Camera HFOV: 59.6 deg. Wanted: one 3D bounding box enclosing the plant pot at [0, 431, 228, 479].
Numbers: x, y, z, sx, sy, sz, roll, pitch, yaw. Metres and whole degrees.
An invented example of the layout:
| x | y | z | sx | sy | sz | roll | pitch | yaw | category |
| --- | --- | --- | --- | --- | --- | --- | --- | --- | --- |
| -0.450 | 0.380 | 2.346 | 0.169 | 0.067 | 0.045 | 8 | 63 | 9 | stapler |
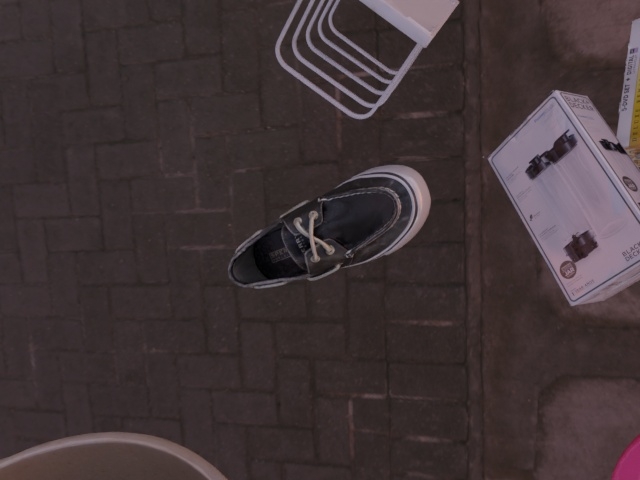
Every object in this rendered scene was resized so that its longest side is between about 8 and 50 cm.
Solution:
| x | y | z | sx | sy | sz | roll | pitch | yaw | category |
| --- | --- | --- | --- | --- | --- | --- | --- | --- | --- |
| -0.108 | 0.291 | 0.286 | 0.256 | 0.257 | 0.274 | -4 | 125 | 17 | plant pot |

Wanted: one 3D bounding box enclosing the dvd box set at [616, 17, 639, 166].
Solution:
| x | y | z | sx | sy | sz | roll | pitch | yaw | category |
| --- | --- | --- | --- | --- | --- | --- | --- | --- | --- |
| 0.688 | -0.272 | 0.836 | 0.420 | 0.062 | 0.308 | -3 | 57 | 44 | dvd box set |

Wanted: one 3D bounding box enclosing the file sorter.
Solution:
| x | y | z | sx | sy | sz | roll | pitch | yaw | category |
| --- | --- | --- | --- | --- | --- | --- | --- | --- | --- |
| 0.076 | -0.340 | 0.891 | 0.192 | 0.278 | 0.173 | 35 | 127 | -2 | file sorter |

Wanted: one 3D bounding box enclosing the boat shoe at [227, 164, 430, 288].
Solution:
| x | y | z | sx | sy | sz | roll | pitch | yaw | category |
| --- | --- | --- | --- | --- | --- | --- | --- | --- | --- |
| 0.000 | 0.000 | 0.515 | 0.219 | 0.070 | 0.078 | -27 | 88 | 39 | boat shoe |

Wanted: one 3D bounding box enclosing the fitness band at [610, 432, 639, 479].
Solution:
| x | y | z | sx | sy | sz | roll | pitch | yaw | category |
| --- | --- | --- | --- | --- | --- | --- | --- | --- | --- |
| 0.308 | 0.243 | 0.342 | 0.209 | 0.054 | 0.291 | -38 | 68 | 48 | fitness band |

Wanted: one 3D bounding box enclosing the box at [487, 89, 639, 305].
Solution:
| x | y | z | sx | sy | sz | roll | pitch | yaw | category |
| --- | --- | --- | --- | --- | --- | --- | --- | --- | --- |
| 0.399 | -0.067 | 0.861 | 0.169 | 0.087 | 0.290 | -54 | 49 | 46 | box |
